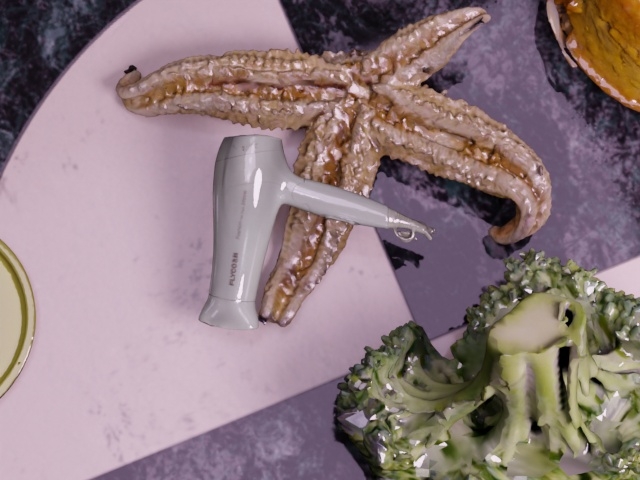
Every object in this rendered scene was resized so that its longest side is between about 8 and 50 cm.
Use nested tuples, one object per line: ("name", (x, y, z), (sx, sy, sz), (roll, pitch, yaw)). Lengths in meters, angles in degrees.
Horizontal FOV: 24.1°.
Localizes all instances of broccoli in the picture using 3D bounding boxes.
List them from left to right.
("broccoli", (0.201, 0.130, 1.491), (0.375, 0.302, 0.249), (-1, 36, 8))

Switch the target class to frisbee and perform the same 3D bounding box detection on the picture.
("frisbee", (-0.423, 0.088, 1.617), (0.236, 0.017, 0.236), (0, 80, 0))

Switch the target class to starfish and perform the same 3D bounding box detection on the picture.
("starfish", (0.016, -0.087, 1.618), (0.432, 0.082, 0.324), (-14, 87, 5))

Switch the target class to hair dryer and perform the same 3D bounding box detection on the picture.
("hair dryer", (0.000, 0.000, 1.557), (0.237, 0.075, 0.206), (6, 94, 1))

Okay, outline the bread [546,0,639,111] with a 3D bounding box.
("bread", (0.426, -0.302, 1.597), (0.358, 0.204, 0.336), (5, 75, 2))
